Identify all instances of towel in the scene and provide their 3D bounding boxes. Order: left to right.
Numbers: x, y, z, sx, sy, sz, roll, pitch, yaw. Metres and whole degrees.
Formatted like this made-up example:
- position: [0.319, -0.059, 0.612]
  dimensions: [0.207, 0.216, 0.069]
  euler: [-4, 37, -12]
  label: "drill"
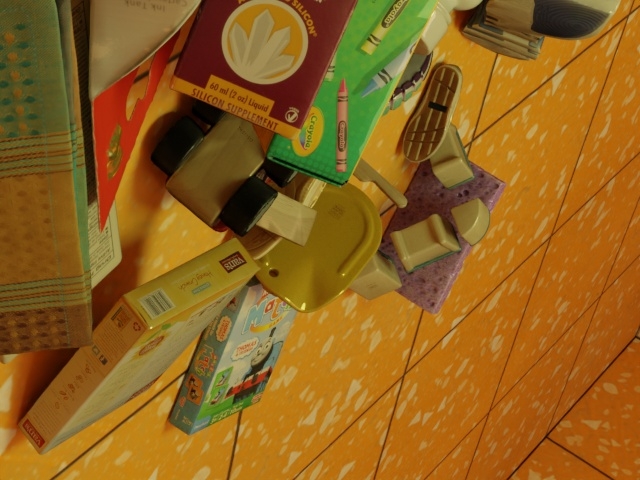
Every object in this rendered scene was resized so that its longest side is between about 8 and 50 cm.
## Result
- position: [-0.288, -0.032, 0.995]
  dimensions: [0.271, 0.040, 0.370]
  euler: [-5, 143, -8]
  label: "towel"

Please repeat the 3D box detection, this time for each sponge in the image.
- position: [0.157, -0.018, 2.097]
  dimensions: [0.210, 0.117, 0.031]
  euler: [-63, 157, 13]
  label: "sponge"

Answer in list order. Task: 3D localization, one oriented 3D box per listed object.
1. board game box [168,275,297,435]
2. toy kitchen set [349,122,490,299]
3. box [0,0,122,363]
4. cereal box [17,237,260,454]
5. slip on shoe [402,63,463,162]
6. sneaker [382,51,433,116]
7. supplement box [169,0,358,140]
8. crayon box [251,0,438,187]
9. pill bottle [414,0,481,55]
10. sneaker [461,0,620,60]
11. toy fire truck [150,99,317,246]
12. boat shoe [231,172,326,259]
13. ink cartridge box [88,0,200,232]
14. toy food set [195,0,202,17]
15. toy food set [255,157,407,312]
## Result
- position: [-0.092, 0.121, 1.847]
  dimensions: [0.160, 0.039, 0.212]
  euler: [-19, 136, -58]
  label: "board game box"
- position: [0.114, -0.041, 2.051]
  dimensions: [0.207, 0.166, 0.122]
  euler: [-23, 162, 12]
  label: "toy kitchen set"
- position: [-0.245, -0.066, 1.136]
  dimensions: [0.148, 0.121, 0.311]
  euler: [-45, 155, -32]
  label: "box"
- position: [-0.181, 0.105, 1.509]
  dimensions: [0.173, 0.047, 0.240]
  euler: [-30, 167, -50]
  label: "cereal box"
- position: [0.147, -0.164, 1.975]
  dimensions: [0.041, 0.051, 0.135]
  euler: [-34, 144, -70]
  label: "slip on shoe"
- position: [0.047, -0.183, 1.680]
  dimensions: [0.224, 0.083, 0.098]
  euler: [-48, 152, -23]
  label: "sneaker"
- position: [-0.028, -0.184, 1.134]
  dimensions: [0.081, 0.104, 0.188]
  euler: [-98, -149, -73]
  label: "supplement box"
- position: [0.030, -0.206, 1.306]
  dimensions: [0.278, 0.081, 0.165]
  euler: [-63, -159, 18]
  label: "crayon box"
- position: [0.136, -0.317, 1.620]
  dimensions: [0.229, 0.131, 0.131]
  euler: [-55, 159, -6]
  label: "pill bottle"
- position: [0.268, -0.334, 1.844]
  dimensions: [0.315, 0.127, 0.182]
  euler: [175, -66, -79]
  label: "sneaker"
- position: [-0.043, -0.093, 1.554]
  dimensions: [0.217, 0.158, 0.246]
  euler: [-51, 178, -5]
  label: "toy fire truck"
- position: [-0.034, -0.044, 1.714]
  dimensions: [0.170, 0.063, 0.059]
  euler: [-54, 156, -8]
  label: "boat shoe"
- position: [-0.088, -0.234, 1.121]
  dimensions: [0.308, 0.091, 0.385]
  euler: [-77, 176, -46]
  label: "ink cartridge box"
- position: [-0.012, -0.280, 1.263]
  dimensions: [0.220, 0.092, 0.306]
  euler: [-95, -150, -74]
  label: "toy food set"
- position: [0.000, 0.000, 1.778]
  dimensions: [0.218, 0.128, 0.071]
  euler: [-49, 171, -31]
  label: "toy food set"
